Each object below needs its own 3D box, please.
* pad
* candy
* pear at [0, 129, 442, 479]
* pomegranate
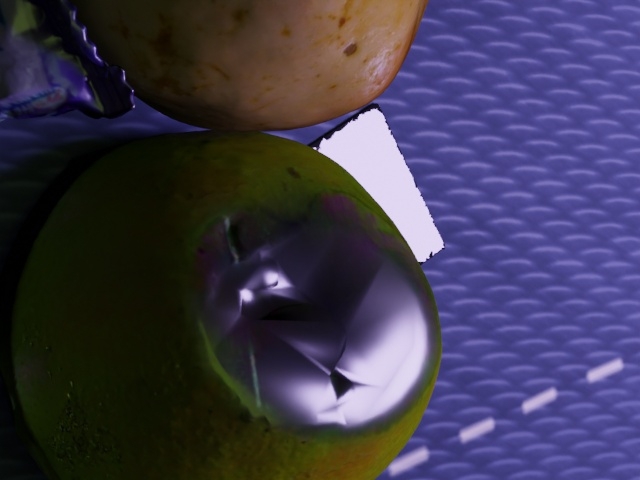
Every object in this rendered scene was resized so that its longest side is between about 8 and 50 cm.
[{"bbox_3d":[0.000,0.000,1.360,0.245,0.006,0.170,-35,107,-25],"label":"pad"},{"bbox_3d":[-0.283,-0.127,1.079,0.070,0.275,0.145,-51,123,-68],"label":"candy"},{"bbox_3d":[-0.053,0.072,1.187,0.398,0.165,0.399,8,72,-28],"label":"pear"},{"bbox_3d":[-0.070,-0.251,1.152,0.342,0.342,0.343,-1,93,-30],"label":"pomegranate"}]
